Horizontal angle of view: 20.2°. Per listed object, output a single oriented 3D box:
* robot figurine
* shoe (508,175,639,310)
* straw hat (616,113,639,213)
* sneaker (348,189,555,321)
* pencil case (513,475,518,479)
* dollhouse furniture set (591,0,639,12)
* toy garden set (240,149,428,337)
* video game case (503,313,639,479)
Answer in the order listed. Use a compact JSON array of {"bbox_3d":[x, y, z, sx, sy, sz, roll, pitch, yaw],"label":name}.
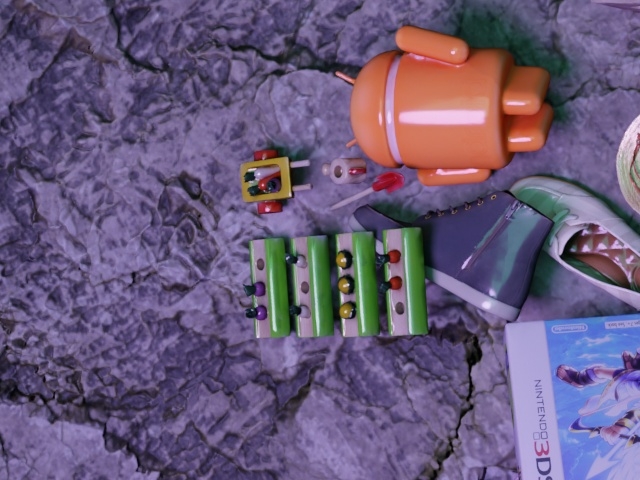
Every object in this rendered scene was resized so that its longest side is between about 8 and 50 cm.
[{"bbox_3d":[0.125,-0.137,1.838,0.219,0.158,0.128,0,73,18],"label":"robot figurine"},{"bbox_3d":[0.282,0.003,1.823,0.219,0.058,0.076,35,100,15],"label":"shoe"},{"bbox_3d":[0.374,-0.079,1.792,0.144,0.061,0.144,0,90,35],"label":"straw hat"},{"bbox_3d":[0.138,-0.013,1.850,0.222,0.083,0.118,28,95,31],"label":"sneaker"},{"bbox_3d":[0.296,0.337,1.784,0.284,0.124,0.124,32,99,18],"label":"pencil case"},{"bbox_3d":[0.290,-0.295,1.804,0.184,0.129,0.129,7,93,42],"label":"dollhouse furniture set"},{"bbox_3d":[0.000,0.000,1.864,0.244,0.049,0.203,-5,88,46],"label":"toy garden set"},{"bbox_3d":[0.319,0.187,1.699,0.270,0.061,0.244,-5,60,2],"label":"video game case"}]
